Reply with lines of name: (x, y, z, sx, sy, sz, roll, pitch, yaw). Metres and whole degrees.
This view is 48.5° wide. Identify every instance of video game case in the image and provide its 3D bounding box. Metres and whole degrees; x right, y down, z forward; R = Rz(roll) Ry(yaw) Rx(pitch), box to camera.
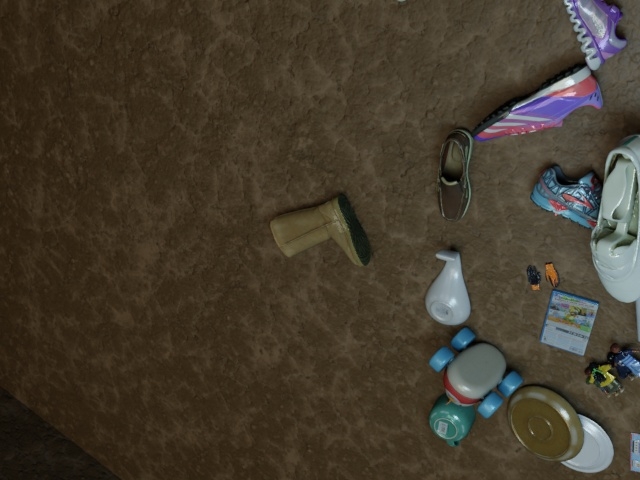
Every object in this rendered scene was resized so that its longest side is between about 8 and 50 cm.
video game case: (0.667, 0.221, 1.910, 0.119, 0.015, 0.166, 17, 120, 23)

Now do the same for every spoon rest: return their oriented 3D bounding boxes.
spoon rest: (0.364, 0.132, 2.018, 0.137, 0.084, 0.276, 16, 132, 24)

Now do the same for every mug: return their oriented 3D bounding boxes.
mug: (0.404, 0.556, 2.164, 0.129, 0.097, 0.157, -36, 91, 36)

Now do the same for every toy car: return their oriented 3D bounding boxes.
toy car: (0.414, 0.419, 2.047, 0.219, 0.210, 0.237, 43, 139, 19)

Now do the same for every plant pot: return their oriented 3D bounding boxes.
plant pot: (0.630, 0.529, 2.023, 0.236, 0.032, 0.236, 22, 123, 39)

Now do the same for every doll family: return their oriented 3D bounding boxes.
doll family: (0.771, 0.338, 1.872, 0.111, 0.076, 0.193, 45, 121, 10)

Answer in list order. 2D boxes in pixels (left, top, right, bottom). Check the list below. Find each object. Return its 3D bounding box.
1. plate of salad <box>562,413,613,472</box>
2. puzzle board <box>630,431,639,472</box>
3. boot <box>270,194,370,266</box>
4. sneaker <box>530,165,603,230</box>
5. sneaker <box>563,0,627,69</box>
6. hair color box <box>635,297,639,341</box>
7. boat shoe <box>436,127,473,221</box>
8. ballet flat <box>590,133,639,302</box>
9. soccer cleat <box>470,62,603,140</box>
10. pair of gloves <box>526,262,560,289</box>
plate of salad: (0.729, 0.567, 2.012, 0.200, 0.048, 0.199, 20, 125, 32)
puzzle board: (0.901, 0.590, 1.947, 0.097, 0.011, 0.128, 4, 113, 29)
boot: (0.000, 0.000, 2.155, 0.270, 0.089, 0.236, -21, 90, 35)
sneaker: (0.648, -0.101, 1.720, 0.262, 0.104, 0.125, 24, 120, 19)
sneaker: (0.606, -0.503, 1.572, 0.105, 0.095, 0.236, -21, 105, 28)
hair color box: (0.837, 0.072, 1.644, 0.185, 0.114, 0.374, 15, 122, 54)
boat shoe: (0.342, -0.162, 1.871, 0.095, 0.095, 0.257, 10, 116, 26)
ballet flat: (0.665, -0.038, 1.590, 0.139, 0.139, 0.399, 9, 113, 26)
soccer cleat: (0.513, -0.300, 1.707, 0.318, 0.108, 0.116, -27, 101, 33)
pair of gloves: (0.594, 0.097, 1.898, 0.083, 0.010, 0.074, -10, 108, 36)
